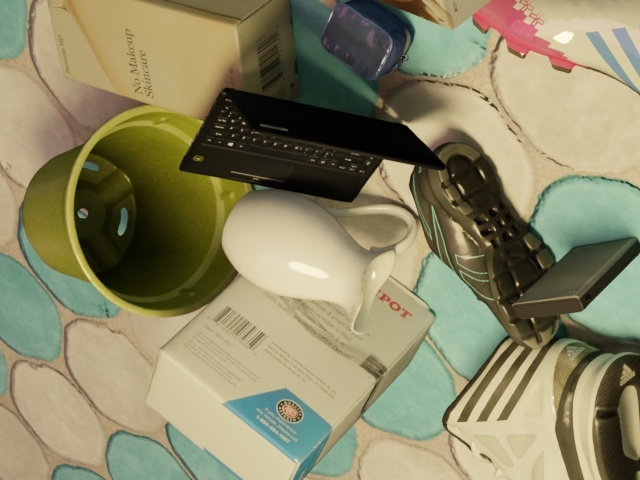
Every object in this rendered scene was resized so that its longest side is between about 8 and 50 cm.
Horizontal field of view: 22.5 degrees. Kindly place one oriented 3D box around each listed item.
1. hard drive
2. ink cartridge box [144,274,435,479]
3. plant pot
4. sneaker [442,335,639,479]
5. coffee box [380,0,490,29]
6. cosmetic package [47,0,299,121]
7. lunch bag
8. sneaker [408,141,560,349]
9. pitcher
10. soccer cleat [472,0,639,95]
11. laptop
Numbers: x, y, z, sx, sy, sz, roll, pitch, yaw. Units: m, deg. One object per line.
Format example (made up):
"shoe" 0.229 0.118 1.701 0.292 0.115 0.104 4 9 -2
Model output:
"hard drive" 0.287 0.042 1.794 0.094 0.135 0.022 -11 110 46
"ink cartridge box" -0.037 0.149 2.041 0.223 0.307 0.129 37 142 12
"plant pot" -0.269 -0.038 2.166 0.254 0.276 0.276 0 122 56
"sneaker" 0.296 0.305 2.015 0.257 0.169 0.447 19 125 43
"coffee box" 0.052 -0.349 1.630 0.297 0.119 0.168 30 151 42
"cosmetic package" -0.185 -0.256 1.998 0.309 0.113 0.160 17 132 31
"lunch bag" 0.059 -0.232 1.833 0.098 0.065 0.067 38 124 13
"sneaker" 0.194 0.008 1.900 0.106 0.101 0.267 -21 98 59
"pitcher" 0.000 0.000 1.984 0.207 0.177 0.125 26 150 20
"soccer cleat" 0.301 -0.223 1.603 0.331 0.116 0.143 30 120 19
"laptop" -0.016 -0.085 1.874 0.234 0.136 0.264 11 145 -20
